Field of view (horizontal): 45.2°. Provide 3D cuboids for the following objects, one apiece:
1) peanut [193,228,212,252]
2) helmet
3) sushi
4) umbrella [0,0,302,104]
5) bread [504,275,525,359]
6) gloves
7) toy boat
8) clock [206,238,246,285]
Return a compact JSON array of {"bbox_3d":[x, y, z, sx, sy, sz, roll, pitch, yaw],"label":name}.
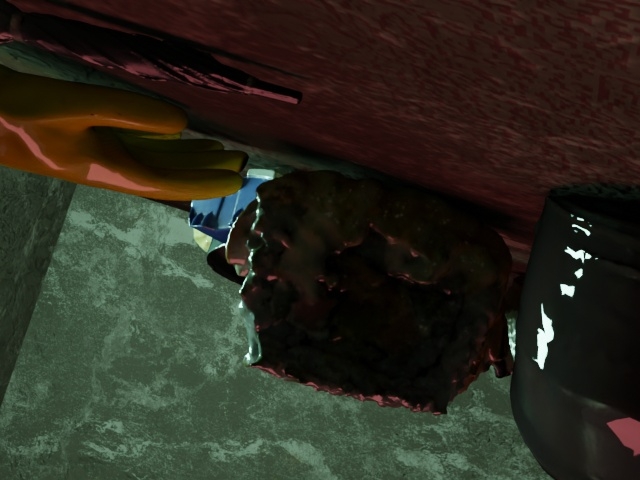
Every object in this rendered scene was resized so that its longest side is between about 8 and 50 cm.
[{"bbox_3d":[-0.108,0.004,1.555,0.298,0.120,0.136,17,-177,-23],"label":"peanut"},{"bbox_3d":[0.239,0.094,0.476,0.225,0.177,0.305,13,173,46],"label":"helmet"},{"bbox_3d":[0.052,0.049,0.647,0.274,0.184,0.139,17,178,2],"label":"sushi"},{"bbox_3d":[-0.139,-0.104,0.404,0.268,0.044,0.044,19,-152,3],"label":"umbrella"},{"bbox_3d":[0.362,0.208,0.934,0.165,0.113,0.417,20,-155,-25],"label":"bread"},{"bbox_3d":[-0.195,-0.093,0.622,0.294,0.116,0.133,9,-150,-32],"label":"gloves"},{"bbox_3d":[0.000,0.000,0.860,0.129,0.088,0.295,-4,157,43],"label":"toy boat"},{"bbox_3d":[-0.048,0.037,1.373,0.312,0.062,0.313,9,160,3],"label":"clock"}]
